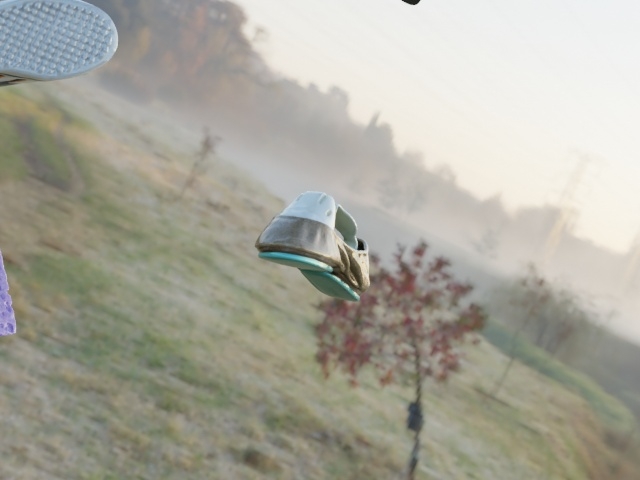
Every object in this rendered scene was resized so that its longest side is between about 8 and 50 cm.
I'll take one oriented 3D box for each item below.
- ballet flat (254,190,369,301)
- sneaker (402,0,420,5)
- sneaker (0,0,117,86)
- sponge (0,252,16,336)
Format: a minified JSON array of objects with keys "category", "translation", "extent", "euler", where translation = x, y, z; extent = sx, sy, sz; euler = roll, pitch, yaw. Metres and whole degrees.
[{"category":"ballet flat","translation":[0.000,0.000,1.746],"extent":[0.116,0.124,0.342],"euler":[9,-10,24]},{"category":"sneaker","translation":[0.115,-0.414,1.502],"extent":[0.121,0.111,0.300],"euler":[-6,59,-26]},{"category":"sneaker","translation":[-0.460,-0.283,1.730],"extent":[0.321,0.126,0.127],"euler":[-9,8,-17]},{"category":"sponge","translation":[-0.448,0.071,1.383],"extent":[0.031,0.117,0.210],"euler":[-12,0,33]}]
